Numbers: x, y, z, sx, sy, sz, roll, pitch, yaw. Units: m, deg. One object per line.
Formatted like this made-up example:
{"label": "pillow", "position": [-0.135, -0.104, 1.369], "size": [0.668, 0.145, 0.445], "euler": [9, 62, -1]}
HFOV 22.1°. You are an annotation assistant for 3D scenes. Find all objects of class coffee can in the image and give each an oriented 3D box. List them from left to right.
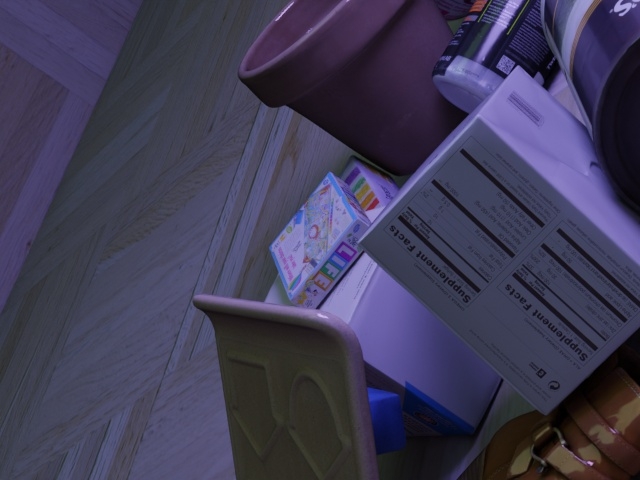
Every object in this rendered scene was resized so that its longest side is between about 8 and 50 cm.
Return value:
{"label": "coffee can", "position": [0.309, -0.160, 1.409], "size": [0.201, 0.201, 0.275], "euler": [-48, 21, 20]}

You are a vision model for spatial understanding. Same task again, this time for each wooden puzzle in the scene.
{"label": "wooden puzzle", "position": [0.002, 0.214, 1.455], "size": [0.080, 0.347, 0.322], "euler": [-15, 7, -22]}

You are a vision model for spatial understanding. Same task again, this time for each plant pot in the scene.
{"label": "plant pot", "position": [0.069, -0.207, 1.967], "size": [0.263, 0.229, 0.263], "euler": [-39, 18, 15]}

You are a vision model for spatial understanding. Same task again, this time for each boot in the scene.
{"label": "boot", "position": [0.195, 0.213, 1.256], "size": [0.220, 0.109, 0.283], "euler": [-45, 15, 16]}

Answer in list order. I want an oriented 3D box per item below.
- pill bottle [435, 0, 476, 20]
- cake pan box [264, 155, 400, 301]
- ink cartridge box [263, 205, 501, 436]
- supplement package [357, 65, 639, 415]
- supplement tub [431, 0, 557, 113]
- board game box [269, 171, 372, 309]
{"label": "pill bottle", "position": [0.216, -0.386, 2.046], "size": [0.283, 0.160, 0.160], "euler": [-19, 40, 60]}
{"label": "cake pan box", "position": [0.018, 0.058, 1.898], "size": [0.267, 0.070, 0.246], "euler": [-59, 17, 14]}
{"label": "ink cartridge box", "position": [0.062, 0.085, 1.633], "size": [0.233, 0.171, 0.168], "euler": [-16, 43, 62]}
{"label": "supplement package", "position": [0.174, -0.010, 1.364], "size": [0.145, 0.204, 0.262], "euler": [-48, 0, 19]}
{"label": "supplement tub", "position": [0.220, -0.233, 1.859], "size": [0.190, 0.117, 0.117], "euler": [-57, 20, -7]}
{"label": "board game box", "position": [0.000, 0.000, 1.616], "size": [0.103, 0.026, 0.154], "euler": [-51, 19, 9]}
